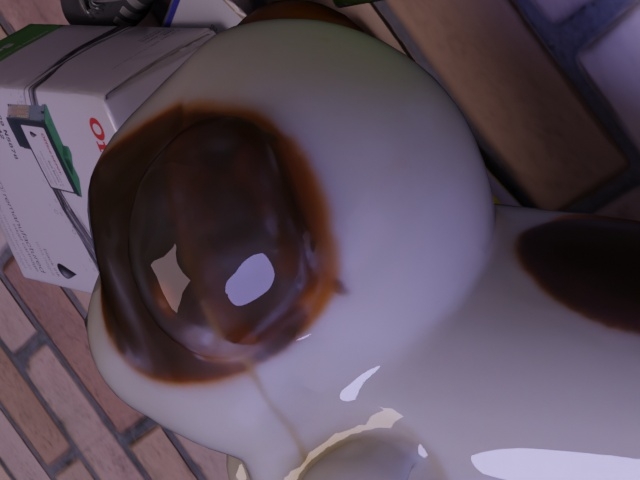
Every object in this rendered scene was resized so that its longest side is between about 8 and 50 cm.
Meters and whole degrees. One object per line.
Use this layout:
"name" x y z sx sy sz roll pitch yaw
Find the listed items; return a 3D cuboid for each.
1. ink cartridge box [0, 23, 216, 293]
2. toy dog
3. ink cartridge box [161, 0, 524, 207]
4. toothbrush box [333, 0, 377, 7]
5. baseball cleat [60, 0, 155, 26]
"ink cartridge box" -0.133 -0.049 1.109 0.219 0.092 0.160 9 128 52
"toy dog" 0.071 0.069 0.814 0.408 0.284 0.395 34 130 -7
"ink cartridge box" 0.000 0.000 1.129 0.307 0.072 0.303 51 149 11
"toothbrush box" 0.054 -0.262 0.761 0.206 0.122 0.283 1 118 52
"baseball cleat" -0.136 -0.175 1.103 0.206 0.109 0.072 -21 88 52
